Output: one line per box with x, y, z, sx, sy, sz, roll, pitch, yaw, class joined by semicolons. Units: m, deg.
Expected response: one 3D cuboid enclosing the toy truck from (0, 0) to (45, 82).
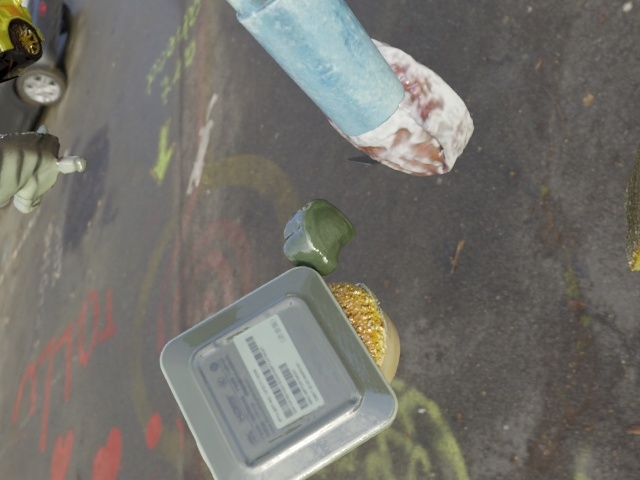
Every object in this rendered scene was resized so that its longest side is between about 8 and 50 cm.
-0.617;-0.322;1.024;0.180;0.254;0.405;-12;20;19;toy truck

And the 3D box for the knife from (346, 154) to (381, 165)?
0.140;-0.183;1.479;0.072;0.245;0.019;17;109;31;knife

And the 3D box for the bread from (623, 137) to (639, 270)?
0.578;-0.075;1.131;0.110;0.234;0.184;3;63;15;bread

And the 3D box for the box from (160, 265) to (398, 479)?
-0.087;0.278;1.328;0.373;0.090;0.367;-31;66;-6;box

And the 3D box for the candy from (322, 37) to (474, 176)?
0.128;-0.222;1.193;0.157;0.289;0.214;-59;19;-15;candy

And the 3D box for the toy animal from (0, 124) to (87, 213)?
-0.282;-0.060;0.453;0.073;0.217;0.176;20;64;44;toy animal

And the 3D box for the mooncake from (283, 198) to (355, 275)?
0.000;0.000;1.480;0.104;0.175;0.168;-42;65;37;mooncake

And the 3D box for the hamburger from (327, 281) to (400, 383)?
0.031;0.239;1.516;0.302;0.170;0.302;-23;50;30;hamburger

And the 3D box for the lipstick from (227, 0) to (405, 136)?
-0.042;-0.179;0.441;0.061;0.274;0.068;-17;43;35;lipstick
